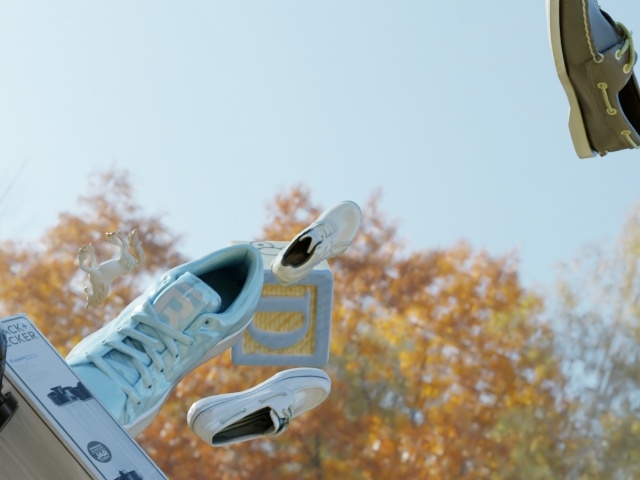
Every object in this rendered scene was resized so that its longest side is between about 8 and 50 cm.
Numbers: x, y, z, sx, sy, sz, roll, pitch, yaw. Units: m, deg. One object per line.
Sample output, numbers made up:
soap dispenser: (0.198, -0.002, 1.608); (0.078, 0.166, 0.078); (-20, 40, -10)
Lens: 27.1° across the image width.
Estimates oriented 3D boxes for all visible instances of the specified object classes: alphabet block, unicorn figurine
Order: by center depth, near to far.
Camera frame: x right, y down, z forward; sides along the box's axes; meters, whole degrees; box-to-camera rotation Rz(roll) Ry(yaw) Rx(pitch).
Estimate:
unicorn figurine: (-0.389, 0.052, 2.405); (0.162, 0.060, 0.111); (-24, -81, 11)
alphabet block: (-0.084, 0.117, 2.540); (0.192, 0.193, 0.197); (3, 16, -8)

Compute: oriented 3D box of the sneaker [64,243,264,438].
sneaker: (-0.197, 0.106, 1.602); (0.135, 0.366, 0.150); (34, -48, 12)

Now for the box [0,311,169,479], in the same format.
box: (-0.280, 0.234, 1.350); (0.290, 0.087, 0.169); (45, -65, 14)

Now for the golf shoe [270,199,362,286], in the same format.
golf shoe: (0.000, 0.000, 2.044); (0.069, 0.176, 0.086); (44, -13, 8)

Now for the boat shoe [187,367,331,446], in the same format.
boat shoe: (-0.076, 0.251, 1.910); (0.076, 0.226, 0.083); (46, -36, 47)

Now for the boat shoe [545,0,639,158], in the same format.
boat shoe: (0.321, -0.207, 1.532); (0.091, 0.109, 0.305); (-2, -35, 20)

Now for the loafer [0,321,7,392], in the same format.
loafer: (-0.338, 0.161, 1.247); (0.076, 0.078, 0.223); (9, -68, -21)
